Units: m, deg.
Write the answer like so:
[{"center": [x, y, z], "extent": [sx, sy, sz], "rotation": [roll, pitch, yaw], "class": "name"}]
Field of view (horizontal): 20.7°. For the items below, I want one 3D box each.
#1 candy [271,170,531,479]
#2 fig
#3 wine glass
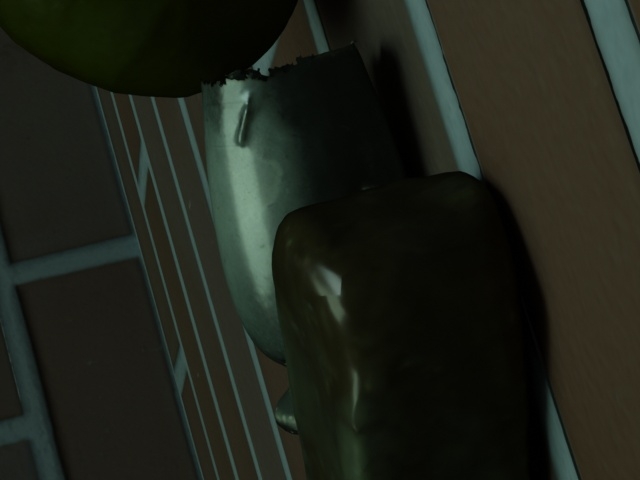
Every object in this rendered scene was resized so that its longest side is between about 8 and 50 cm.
[{"center": [0.044, 0.084, 0.848], "extent": [0.102, 0.104, 0.234], "rotation": [-118, 17, -53], "class": "candy"}, {"center": [-0.104, -0.197, 0.984], "extent": [0.230, 0.207, 0.207], "rotation": [90, 163, -52], "class": "fig"}, {"center": [0.000, 0.000, 0.948], "extent": [0.111, 0.111, 0.204], "rotation": [-154, 49, -76], "class": "wine glass"}]
